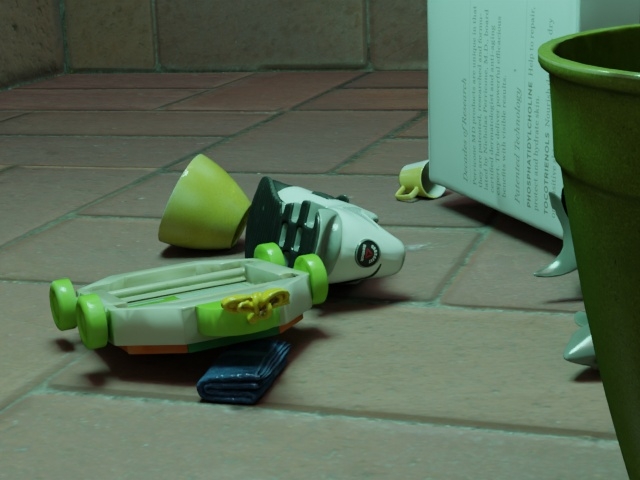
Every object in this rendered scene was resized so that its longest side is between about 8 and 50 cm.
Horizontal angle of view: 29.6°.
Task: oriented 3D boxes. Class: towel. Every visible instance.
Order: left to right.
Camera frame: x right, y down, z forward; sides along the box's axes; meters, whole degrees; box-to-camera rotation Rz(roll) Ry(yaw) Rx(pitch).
[{"bbox_3d":[-0.075,0.125,1.195,0.067,0.029,0.119,0,16,14],"label":"towel"}]

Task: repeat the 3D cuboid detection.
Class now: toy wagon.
[{"bbox_3d":[-0.128,0.066,1.281,0.267,0.068,0.344,-10,10,-24],"label":"toy wagon"}]

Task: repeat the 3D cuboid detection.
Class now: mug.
[{"bbox_3d":[0.153,-0.097,1.919,0.078,0.062,0.064,-7,6,-40],"label":"mug"}]

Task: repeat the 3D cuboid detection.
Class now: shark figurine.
[{"bbox_3d":[0.320,0.032,1.258,0.166,0.116,0.278,1,25,2],"label":"shark figurine"}]

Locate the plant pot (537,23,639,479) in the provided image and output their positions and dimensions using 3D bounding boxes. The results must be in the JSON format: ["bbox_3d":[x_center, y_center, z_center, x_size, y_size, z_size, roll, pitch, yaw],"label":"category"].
[{"bbox_3d":[0.325,0.046,0.785,0.366,0.353,0.366,-2,15,1],"label":"plant pot"}]

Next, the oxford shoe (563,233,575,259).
[{"bbox_3d":[0.450,0.020,1.391,0.348,0.123,0.130,10,56,16],"label":"oxford shoe"}]

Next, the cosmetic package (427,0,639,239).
[{"bbox_3d":[0.377,-0.217,1.680,0.329,0.328,0.393,-9,17,-20],"label":"cosmetic package"}]

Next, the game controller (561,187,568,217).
[{"bbox_3d":[0.357,0.034,1.137,0.166,0.067,0.319,-16,49,-12],"label":"game controller"}]

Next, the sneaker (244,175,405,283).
[{"bbox_3d":[0.000,0.000,1.525,0.146,0.122,0.330,10,8,-22],"label":"sneaker"}]

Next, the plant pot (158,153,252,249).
[{"bbox_3d":[-0.151,-0.039,1.670,0.095,0.134,0.134,26,19,4],"label":"plant pot"}]
